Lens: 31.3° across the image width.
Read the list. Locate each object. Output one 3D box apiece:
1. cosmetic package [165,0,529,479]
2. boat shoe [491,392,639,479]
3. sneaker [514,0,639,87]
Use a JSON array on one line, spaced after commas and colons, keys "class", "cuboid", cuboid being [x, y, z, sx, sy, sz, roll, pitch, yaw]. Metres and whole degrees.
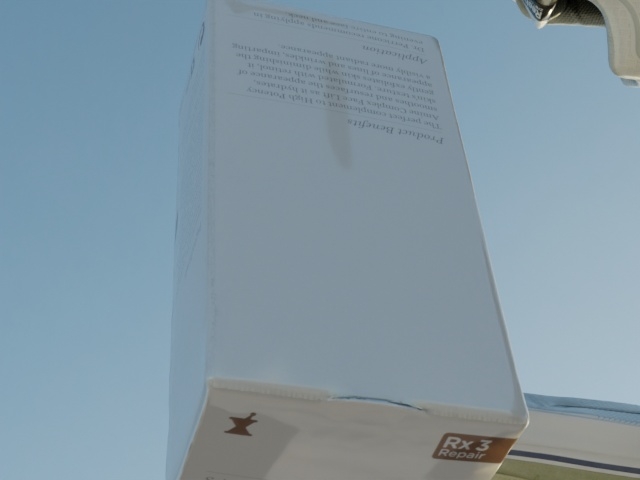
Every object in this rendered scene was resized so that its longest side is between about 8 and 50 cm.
[{"class": "cosmetic package", "cuboid": [0.000, 0.000, 0.477, 0.117, 0.231, 0.085, 9, -45, -13]}, {"class": "boat shoe", "cuboid": [0.118, 0.154, 0.805, 0.302, 0.109, 0.094, 7, -88, 7]}, {"class": "sneaker", "cuboid": [0.144, -0.216, 0.750, 0.118, 0.292, 0.110, -52, -26, 18]}]
